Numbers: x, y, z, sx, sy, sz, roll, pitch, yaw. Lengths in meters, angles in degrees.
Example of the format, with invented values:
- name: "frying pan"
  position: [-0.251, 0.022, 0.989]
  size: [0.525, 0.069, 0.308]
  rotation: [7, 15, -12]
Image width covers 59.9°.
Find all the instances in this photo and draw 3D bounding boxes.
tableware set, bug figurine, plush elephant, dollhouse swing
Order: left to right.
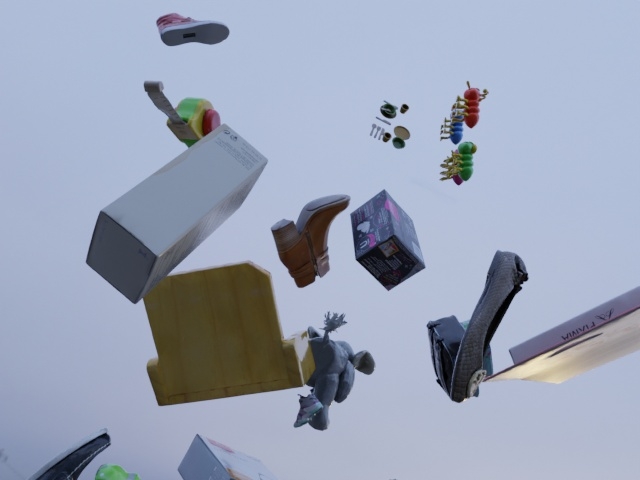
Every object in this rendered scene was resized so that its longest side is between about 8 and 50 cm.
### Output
- name: "dollhouse swing"
  position: [-0.221, 0.214, 1.359]
  size: [0.346, 0.305, 0.315]
  rotation: [-10, -3, 6]
- name: "plush elephant"
  position: [0.018, 0.395, 1.742]
  size: [0.271, 0.330, 0.255]
  rotation: [25, -11, 30]
- name: "tableware set"
  position: [0.192, -0.303, 1.436]
  size: [0.104, 0.154, 0.024]
  rotation: [27, -35, -4]
- name: "bug figurine"
  position: [0.331, -0.240, 1.304]
  size: [0.072, 0.217, 0.279]
  rotation: [4, 0, 4]

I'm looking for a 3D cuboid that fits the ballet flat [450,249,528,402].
- name: "ballet flat"
  position: [0.247, 0.122, 0.804]
  size: [0.058, 0.250, 0.084]
  rotation: [18, -29, 21]

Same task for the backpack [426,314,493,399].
- name: "backpack"
  position: [0.461, 0.396, 1.850]
  size: [0.190, 0.225, 0.254]
  rotation: [-8, -70, -5]

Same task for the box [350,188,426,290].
- name: "box"
  position: [0.193, -0.002, 1.640]
  size: [0.142, 0.247, 0.163]
  rotation: [-34, -61, 22]

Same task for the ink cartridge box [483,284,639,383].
- name: "ink cartridge box"
  position: [0.431, 0.145, 0.883]
  size: [0.261, 0.066, 0.296]
  rotation: [14, -40, -39]

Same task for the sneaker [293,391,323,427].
- name: "sneaker"
  position: [-0.044, 0.419, 1.398]
  size: [0.098, 0.069, 0.038]
  rotation: [-44, -28, 15]

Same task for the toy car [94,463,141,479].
- name: "toy car"
  position: [-0.287, 0.455, 0.896]
  size: [0.053, 0.239, 0.225]
  rotation: [-26, -82, 0]

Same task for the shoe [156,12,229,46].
- name: "shoe"
  position: [-0.328, -0.547, 1.423]
  size: [0.177, 0.081, 0.064]
  rotation: [-14, -34, -21]

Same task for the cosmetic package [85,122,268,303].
- name: "cosmetic package"
  position: [-0.236, -0.054, 0.948]
  size: [0.113, 0.309, 0.160]
  rotation: [40, -45, 0]

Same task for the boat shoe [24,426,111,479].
- name: "boat shoe"
  position: [-0.504, 0.461, 1.004]
  size: [0.091, 0.302, 0.114]
  rotation: [52, -32, 6]

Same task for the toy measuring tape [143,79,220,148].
- name: "toy measuring tape"
  position: [-0.311, -0.308, 1.288]
  size: [0.121, 0.122, 0.330]
  rotation: [4, -17, 10]

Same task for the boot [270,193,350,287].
- name: "boot"
  position: [0.000, 0.000, 1.712]
  size: [0.109, 0.283, 0.220]
  rotation: [18, -45, 56]

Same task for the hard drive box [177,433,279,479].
- name: "hard drive box"
  position: [-0.173, 0.511, 1.151]
  size: [0.181, 0.089, 0.232]
  rotation: [34, -13, -26]

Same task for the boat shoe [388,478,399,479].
- name: "boat shoe"
  position: [0.200, 0.681, 1.505]
  size: [0.076, 0.080, 0.228]
  rotation: [54, -40, -8]
